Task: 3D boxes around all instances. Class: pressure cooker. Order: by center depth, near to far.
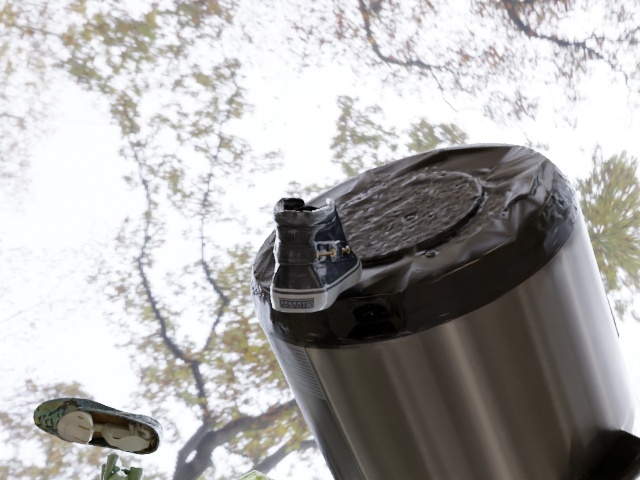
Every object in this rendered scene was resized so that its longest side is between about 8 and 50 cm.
[{"bbox_3d":[0.149,0.143,1.030,0.376,0.370,0.420,-17,-67,14],"label":"pressure cooker"}]

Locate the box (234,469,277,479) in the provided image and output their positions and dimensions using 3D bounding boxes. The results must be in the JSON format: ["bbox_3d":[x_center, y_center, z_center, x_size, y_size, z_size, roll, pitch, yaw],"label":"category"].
[{"bbox_3d":[-0.088,0.343,1.123,0.109,0.178,0.042,18,-80,24],"label":"box"}]

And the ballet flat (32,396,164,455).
[{"bbox_3d":[-0.313,0.268,1.296,0.189,0.070,0.070,12,-86,-20],"label":"ballet flat"}]

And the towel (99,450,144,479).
[{"bbox_3d":[-0.220,0.330,0.718,0.038,0.248,0.324,22,-109,-5],"label":"towel"}]

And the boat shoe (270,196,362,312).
[{"bbox_3d":[0.000,0.000,0.775,0.065,0.183,0.083,2,-80,8],"label":"boat shoe"}]
